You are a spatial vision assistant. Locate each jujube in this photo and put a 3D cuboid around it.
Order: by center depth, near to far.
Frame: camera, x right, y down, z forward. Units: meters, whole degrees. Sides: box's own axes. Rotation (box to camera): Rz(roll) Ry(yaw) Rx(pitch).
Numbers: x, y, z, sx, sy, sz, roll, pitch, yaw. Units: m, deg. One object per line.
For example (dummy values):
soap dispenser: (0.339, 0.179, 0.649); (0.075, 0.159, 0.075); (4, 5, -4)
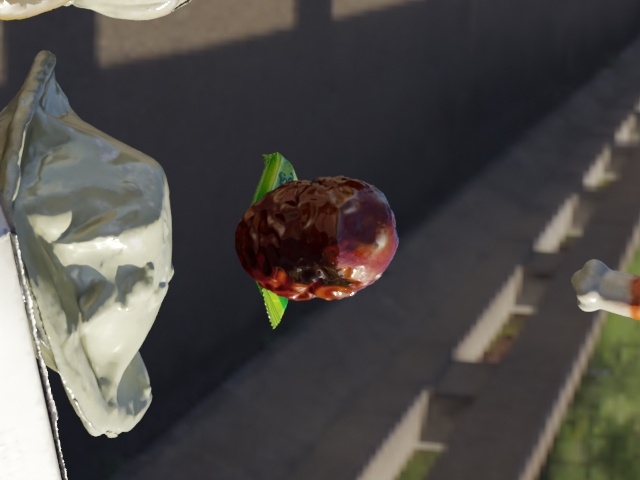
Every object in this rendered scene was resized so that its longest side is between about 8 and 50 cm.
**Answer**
jujube: (0.000, 0.000, 1.570); (0.176, 0.112, 0.109); (-10, -76, 64)

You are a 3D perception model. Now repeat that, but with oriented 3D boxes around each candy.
candy: (-0.043, -0.005, 1.824); (0.178, 0.032, 0.102); (-73, 145, -56)

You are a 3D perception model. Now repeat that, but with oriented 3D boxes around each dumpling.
dumpling: (-0.261, 0.022, 1.848); (0.315, 0.233, 0.395); (-68, 149, -70)
dumpling: (-0.209, -0.304, 2.019); (0.136, 0.199, 0.118); (102, -29, -49)

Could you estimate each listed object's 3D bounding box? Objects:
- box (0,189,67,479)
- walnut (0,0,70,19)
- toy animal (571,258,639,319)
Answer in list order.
box: (-0.271, 0.081, 1.279); (0.173, 0.145, 0.333); (-119, -161, -47)
walnut: (-0.232, -0.255, 1.319); (0.245, 0.198, 0.198); (-22, 126, -28)
toy animal: (0.351, 0.056, 1.488); (0.138, 0.282, 0.140); (-24, 140, -41)
